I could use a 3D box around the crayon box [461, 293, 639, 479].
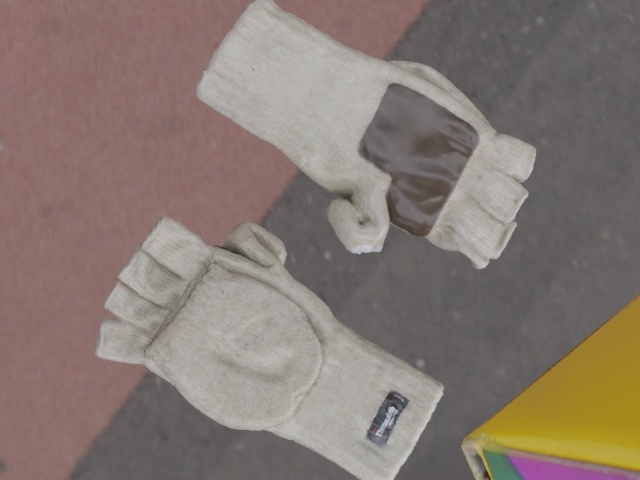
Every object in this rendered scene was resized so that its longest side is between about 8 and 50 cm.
[{"bbox_3d":[0.232,0.121,0.452,0.313,0.106,0.363,-34,111,-29],"label":"crayon box"}]

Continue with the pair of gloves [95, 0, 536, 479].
[{"bbox_3d":[0.000,0.000,0.996,0.204,0.042,0.240,24,85,-5],"label":"pair of gloves"}]
